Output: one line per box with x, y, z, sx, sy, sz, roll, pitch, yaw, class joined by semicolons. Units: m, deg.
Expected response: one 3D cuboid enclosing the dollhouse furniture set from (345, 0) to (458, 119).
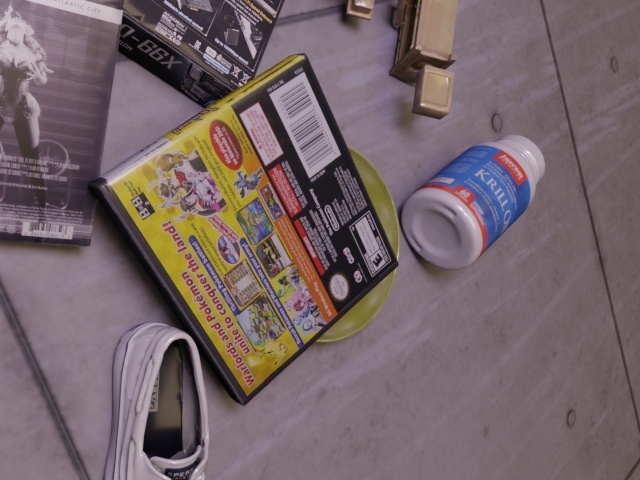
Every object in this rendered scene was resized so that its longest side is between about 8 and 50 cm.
0.086;-0.256;0.842;0.161;0.101;0.181;11;81;-14;dollhouse furniture set

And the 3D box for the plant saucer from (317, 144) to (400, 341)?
0.000;0.000;0.771;0.241;0.037;0.240;2;87;-39;plant saucer

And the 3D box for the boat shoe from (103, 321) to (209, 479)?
-0.151;0.209;0.606;0.095;0.084;0.258;-7;92;-40;boat shoe

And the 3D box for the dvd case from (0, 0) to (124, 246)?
-0.260;-0.109;0.527;0.165;0.018;0.221;6;100;-32;dvd case

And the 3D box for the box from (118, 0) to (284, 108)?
-0.167;-0.312;0.620;0.307;0.077;0.242;30;70;-35;box

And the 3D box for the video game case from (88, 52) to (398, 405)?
-0.055;-0.011;0.661;0.248;0.035;0.274;-40;119;-25;video game case

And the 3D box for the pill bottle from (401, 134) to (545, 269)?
0.224;-0.065;0.904;0.221;0.124;0.124;-39;112;-34;pill bottle
